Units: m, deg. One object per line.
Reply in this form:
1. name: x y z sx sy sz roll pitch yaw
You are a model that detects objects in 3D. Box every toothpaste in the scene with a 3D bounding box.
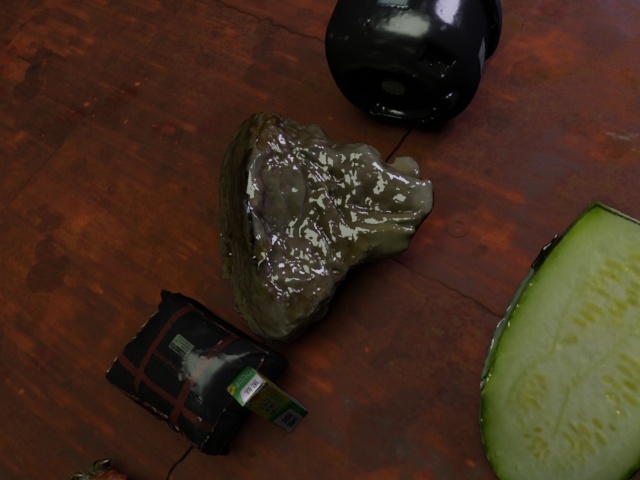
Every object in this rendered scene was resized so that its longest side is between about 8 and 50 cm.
1. toothpaste: -0.067 0.213 0.916 0.037 0.178 0.043 37 80 29

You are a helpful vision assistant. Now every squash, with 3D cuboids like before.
1. squash: 0.306 0.152 0.809 0.309 0.210 0.233 -42 46 -9

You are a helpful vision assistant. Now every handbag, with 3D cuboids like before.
1. handbag: -0.177 0.187 0.980 0.215 0.155 0.169 28 85 26

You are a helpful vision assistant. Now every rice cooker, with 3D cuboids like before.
1. rice cooker: 0.143 -0.313 1.065 0.267 0.267 0.224 11 70 23

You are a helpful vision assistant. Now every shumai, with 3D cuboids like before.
1. shumai: 0.000 -0.031 1.027 0.283 0.217 0.346 -5 71 -19

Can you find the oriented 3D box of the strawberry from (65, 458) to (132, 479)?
1. strawberry: -0.320 0.415 0.925 0.175 0.107 0.236 -13 24 12
